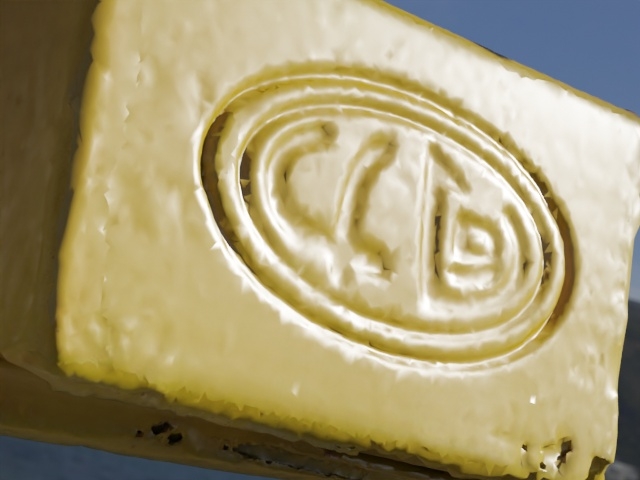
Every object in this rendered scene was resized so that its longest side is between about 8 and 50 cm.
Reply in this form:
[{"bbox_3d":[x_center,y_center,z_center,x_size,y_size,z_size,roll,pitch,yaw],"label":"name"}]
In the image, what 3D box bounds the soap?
[{"bbox_3d":[0.000,0.000,0.777,0.324,0.204,0.096,17,-16,-39],"label":"soap"}]
